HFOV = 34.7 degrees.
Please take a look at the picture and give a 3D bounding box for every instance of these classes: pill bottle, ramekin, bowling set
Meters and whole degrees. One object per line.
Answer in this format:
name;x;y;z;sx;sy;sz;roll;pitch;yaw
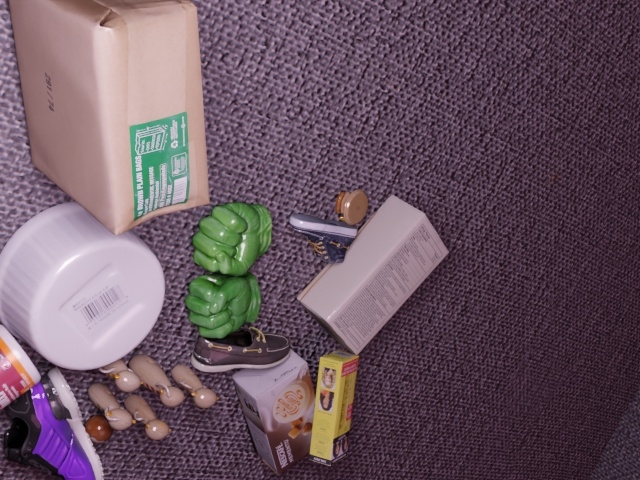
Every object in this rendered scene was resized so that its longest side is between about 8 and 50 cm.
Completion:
pill bottle;-0.583;0.247;1.680;0.221;0.121;0.121;-37;134;-19
ramekin;-0.399;0.085;1.736;0.277;0.135;0.277;-21;127;-31
bowling set;-0.339;0.319;1.914;0.287;0.154;0.199;22;98;-46

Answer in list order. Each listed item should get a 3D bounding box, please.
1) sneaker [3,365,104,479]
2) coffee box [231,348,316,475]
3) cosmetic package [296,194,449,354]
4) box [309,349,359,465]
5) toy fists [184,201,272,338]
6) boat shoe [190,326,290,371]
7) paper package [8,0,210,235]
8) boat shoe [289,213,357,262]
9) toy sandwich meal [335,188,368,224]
sneaker;-0.496;0.370;1.856;0.146;0.102;0.293;-26;124;-23
coffee box;-0.087;0.363;2.202;0.141;0.098;0.246;-31;131;-25
cosmetic package;0.115;0.074;2.199;0.309;0.113;0.160;-47;136;-10
box;0.029;0.359;2.205;0.087;0.058;0.232;-8;106;-61
toy fists;-0.177;0.060;1.946;0.142;0.096;0.279;-9;121;-37
boat shoe;-0.151;0.213;2.069;0.228;0.081;0.068;-4;121;-37
paper package;-0.311;-0.222;1.503;0.168;0.309;0.324;-20;128;-31
boat shoe;0.000;0.000;2.085;0.183;0.065;0.083;10;103;-46
toy sandwich meal;0.065;-0.071;2.129;0.086;0.029;0.085;-26;125;-44
